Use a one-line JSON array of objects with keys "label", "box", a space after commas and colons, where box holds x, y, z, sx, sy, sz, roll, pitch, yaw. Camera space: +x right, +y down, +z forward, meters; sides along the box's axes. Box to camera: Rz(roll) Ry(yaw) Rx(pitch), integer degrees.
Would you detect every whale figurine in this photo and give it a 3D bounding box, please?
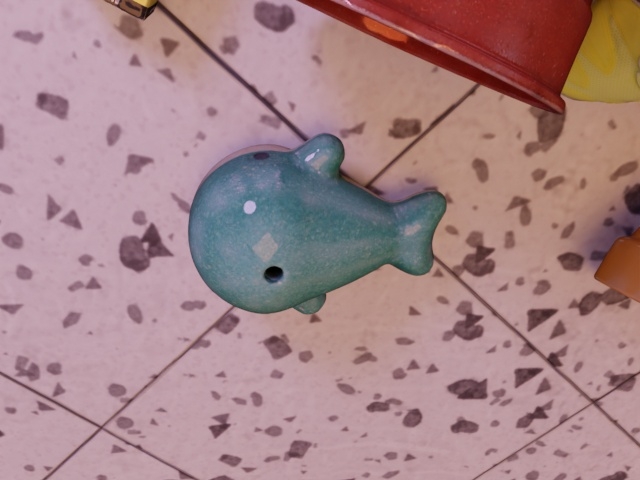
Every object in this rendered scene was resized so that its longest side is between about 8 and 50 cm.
[{"label": "whale figurine", "box": [0.000, 0.000, 0.609, 0.272, 0.141, 0.216, 4, 119, -7]}]

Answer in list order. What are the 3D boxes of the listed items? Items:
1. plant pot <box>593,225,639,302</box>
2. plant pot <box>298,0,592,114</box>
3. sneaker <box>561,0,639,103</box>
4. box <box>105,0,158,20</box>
[{"label": "plant pot", "box": [0.439, 0.006, 0.630, 0.205, 0.205, 0.188, 22, 100, -16]}, {"label": "plant pot", "box": [0.110, -0.266, 0.411, 0.272, 0.272, 0.265, 20, 108, -15]}, {"label": "sneaker", "box": [0.335, -0.152, 0.433, 0.145, 0.384, 0.147, 26, 77, -29]}, {"label": "box", "box": [-0.135, -0.306, 0.470, 0.087, 0.058, 0.232, 23, 116, -17]}]
